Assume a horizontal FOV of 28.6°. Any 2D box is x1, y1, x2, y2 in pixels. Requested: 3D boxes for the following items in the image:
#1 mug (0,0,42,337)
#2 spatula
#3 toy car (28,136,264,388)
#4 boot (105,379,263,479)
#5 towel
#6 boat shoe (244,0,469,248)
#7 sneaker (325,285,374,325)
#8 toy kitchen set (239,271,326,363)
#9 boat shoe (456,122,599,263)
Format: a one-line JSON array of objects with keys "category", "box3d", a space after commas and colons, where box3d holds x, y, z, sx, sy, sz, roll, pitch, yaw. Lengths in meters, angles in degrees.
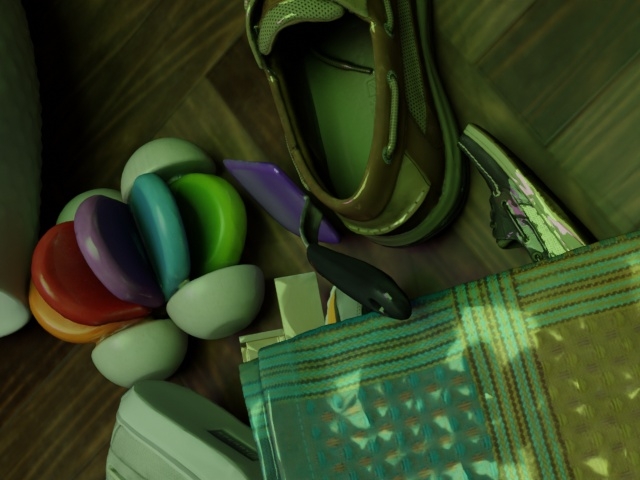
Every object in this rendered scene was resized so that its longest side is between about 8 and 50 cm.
[{"category": "mug", "box3d": [-0.338, -0.117, 0.968, 0.374, 0.276, 0.328, -31, 55, 57]}, {"category": "spatula", "box3d": [0.000, 0.000, 0.802, 0.030, 0.084, 0.296, -43, 23, -1]}, {"category": "toy car", "box3d": [-0.142, 0.013, 0.934, 0.182, 0.136, 0.159, -33, 68, 25]}, {"category": "boot", "box3d": [-0.058, 0.203, 0.845, 0.258, 0.095, 0.123, 29, 105, 42]}, {"category": "towel", "box3d": [0.149, 0.128, 0.651, 0.370, 0.040, 0.271, -19, 63, 11]}, {"category": "boat shoe", "box3d": [0.009, -0.154, 0.868, 0.122, 0.120, 0.324, -28, 70, 26]}, {"category": "sneaker", "box3d": [0.078, 0.110, 0.821, 0.083, 0.084, 0.215, -36, 77, 23]}, {"category": "toy kitchen set", "box3d": [-0.018, 0.065, 0.908, 0.083, 0.075, 0.068, -10, 80, -4]}, {"category": "boat shoe", "box3d": [0.133, -0.013, 0.811, 0.049, 0.056, 0.152, -45, 63, 14]}]
